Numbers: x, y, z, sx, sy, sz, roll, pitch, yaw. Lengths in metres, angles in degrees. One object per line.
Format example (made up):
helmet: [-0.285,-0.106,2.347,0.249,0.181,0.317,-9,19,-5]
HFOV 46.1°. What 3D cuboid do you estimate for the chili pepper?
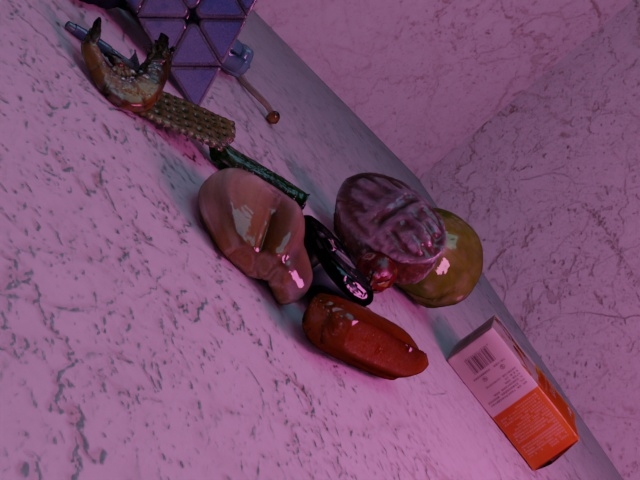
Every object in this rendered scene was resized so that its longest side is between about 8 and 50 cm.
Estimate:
chili pepper: [-0.124,-0.123,1.386,0.227,0.088,0.059,42,2,-23]

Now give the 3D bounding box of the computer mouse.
computer mouse: [0.004,0.049,1.308,0.137,0.096,0.233,46,6,-33]

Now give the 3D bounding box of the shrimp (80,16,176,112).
shrimp: [-0.309,-0.298,1.220,0.150,0.051,0.217,39,39,-22]

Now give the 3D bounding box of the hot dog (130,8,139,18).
hot dog: [-0.410,-0.553,1.624,0.268,0.075,0.144,46,11,-26]

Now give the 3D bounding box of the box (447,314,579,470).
box: [0.485,0.374,1.879,0.341,0.143,0.225,53,14,8]

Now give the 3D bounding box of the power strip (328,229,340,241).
power strip: [0.000,0.000,1.557,0.048,0.030,0.191,52,13,11]

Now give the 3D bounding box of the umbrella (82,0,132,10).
umbrella: [-0.410,-0.475,1.435,0.071,0.071,0.248,51,15,3]

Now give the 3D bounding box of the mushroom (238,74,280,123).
mushroom: [-0.195,-0.431,2.069,0.306,0.043,0.068,56,-3,29]

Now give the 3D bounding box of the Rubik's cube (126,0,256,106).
Rubik's cube: [-0.261,-0.455,1.519,0.233,0.229,0.228,35,-33,19]

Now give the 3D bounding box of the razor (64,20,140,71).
razor: [-0.366,-0.323,1.257,0.135,0.040,0.068,29,24,-40]

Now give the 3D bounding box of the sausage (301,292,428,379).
sausage: [0.075,0.163,1.230,0.330,0.102,0.102,32,23,-52]

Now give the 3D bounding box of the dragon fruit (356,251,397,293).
dragon fruit: [0.110,0.075,1.584,0.094,0.094,0.190,50,23,2]

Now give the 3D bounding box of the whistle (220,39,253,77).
whistle: [-0.259,-0.489,1.908,0.186,0.093,0.274,28,5,29]

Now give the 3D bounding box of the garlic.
garlic: [-0.094,-0.031,1.189,0.217,0.110,0.228,40,17,-25]

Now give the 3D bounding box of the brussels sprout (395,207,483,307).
brussels sprout: [0.283,0.041,1.947,0.273,0.243,0.317,20,22,-11]

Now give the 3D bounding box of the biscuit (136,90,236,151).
biscuit: [-0.231,-0.211,1.299,0.203,0.016,0.144,22,27,-27]

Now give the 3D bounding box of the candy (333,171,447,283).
candy: [0.157,-0.028,1.750,0.289,0.214,0.157,44,-33,23]
